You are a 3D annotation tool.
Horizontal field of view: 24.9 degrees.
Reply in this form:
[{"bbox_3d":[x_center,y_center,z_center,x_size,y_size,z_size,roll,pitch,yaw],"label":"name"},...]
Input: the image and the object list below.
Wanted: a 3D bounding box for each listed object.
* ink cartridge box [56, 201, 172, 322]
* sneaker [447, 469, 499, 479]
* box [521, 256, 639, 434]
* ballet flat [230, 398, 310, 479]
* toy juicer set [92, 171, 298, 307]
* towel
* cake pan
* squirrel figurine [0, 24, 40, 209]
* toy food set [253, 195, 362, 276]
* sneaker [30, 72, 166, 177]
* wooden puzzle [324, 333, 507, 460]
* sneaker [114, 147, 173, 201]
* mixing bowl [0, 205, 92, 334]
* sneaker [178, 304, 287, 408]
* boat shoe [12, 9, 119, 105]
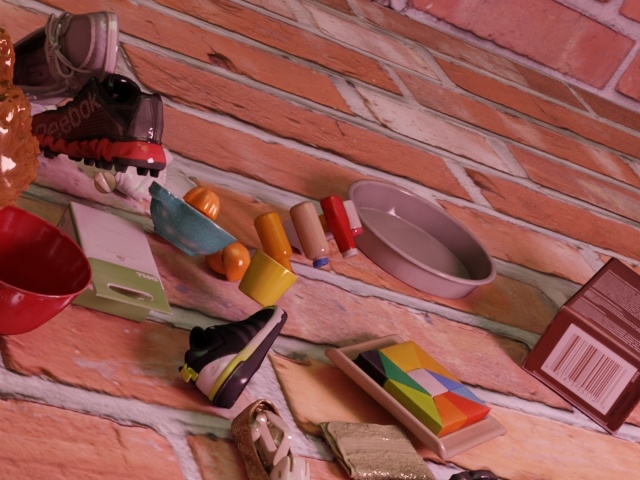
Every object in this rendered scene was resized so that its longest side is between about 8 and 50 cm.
[{"bbox_3d":[-0.268,0.042,1.845,0.109,0.062,0.209,19,26,-30],"label":"ink cartridge box"},{"bbox_3d":[0.173,0.353,1.719,0.147,0.104,0.296,40,18,24],"label":"sneaker"},{"bbox_3d":[0.494,0.167,2.449,0.191,0.143,0.381,37,25,14],"label":"box"},{"bbox_3d":[-0.051,0.257,1.669,0.073,0.067,0.206,15,28,-36],"label":"ballet flat"},{"bbox_3d":[-0.188,-0.041,1.973,0.329,0.089,0.209,36,-2,-27],"label":"toy juicer set"},{"bbox_3d":[0.073,0.272,1.847,0.148,0.027,0.110,11,31,-39],"label":"towel"},{"bbox_3d":[0.163,0.001,2.481,0.293,0.054,0.293,26,23,-12],"label":"cake pan"},{"bbox_3d":[-0.523,-0.130,1.615,0.397,0.281,0.370,-17,27,-31],"label":"squirrel figurine"},{"bbox_3d":[0.000,0.000,2.231,0.232,0.111,0.104,3,66,-67],"label":"toy food set"},{"bbox_3d":[-0.312,-0.168,2.031,0.276,0.135,0.097,10,2,43],"label":"sneaker"},{"bbox_3d":[0.140,0.205,2.012,0.221,0.044,0.239,40,18,22],"label":"wooden puzzle"},{"bbox_3d":[-0.257,-0.093,2.166,0.061,0.054,0.152,43,30,3],"label":"sneaker"},{"bbox_3d":[-0.366,0.045,1.672,0.181,0.098,0.181,26,22,-12],"label":"mixing bowl"},{"bbox_3d":[-0.114,0.126,1.841,0.097,0.084,0.234,31,23,2],"label":"sneaker"},{"bbox_3d":[-0.387,-0.261,2.103,0.103,0.118,0.320,3,-4,-35],"label":"boat shoe"}]
